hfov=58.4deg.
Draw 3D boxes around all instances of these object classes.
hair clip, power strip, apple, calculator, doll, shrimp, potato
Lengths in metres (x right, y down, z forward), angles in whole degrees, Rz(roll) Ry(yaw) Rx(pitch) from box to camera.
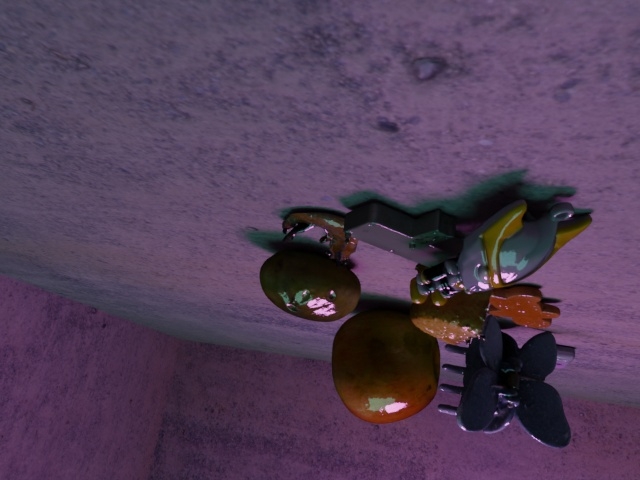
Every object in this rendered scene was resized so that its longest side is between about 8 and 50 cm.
[{"bbox_3d":[0.482,0.392,1.623,0.392,0.318,0.238,16,163,-23],"label":"hair clip"},{"bbox_3d":[0.162,-0.006,0.972,0.215,0.061,0.145,19,156,-28],"label":"power strip"},{"bbox_3d":[0.196,0.363,1.686,0.339,0.340,0.339,10,163,3],"label":"apple"},{"bbox_3d":[0.741,0.375,1.865,0.141,0.045,0.246,5,161,15],"label":"calculator"},{"bbox_3d":[0.260,0.026,0.896,0.145,0.103,0.316,31,143,-15],"label":"doll"},{"bbox_3d":[0.000,0.000,1.106,0.152,0.046,0.219,7,159,7],"label":"shrimp"},{"bbox_3d":[-0.022,0.105,1.295,0.197,0.149,0.228,17,171,31],"label":"potato"}]

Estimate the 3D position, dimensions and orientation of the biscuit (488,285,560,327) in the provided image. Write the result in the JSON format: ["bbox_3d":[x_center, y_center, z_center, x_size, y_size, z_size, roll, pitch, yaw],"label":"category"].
[{"bbox_3d":[0.470,0.154,1.340,0.165,0.036,0.250,-3,154,40],"label":"biscuit"}]

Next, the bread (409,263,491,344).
[{"bbox_3d":[0.251,0.115,1.151,0.147,0.160,0.260,16,169,3],"label":"bread"}]
